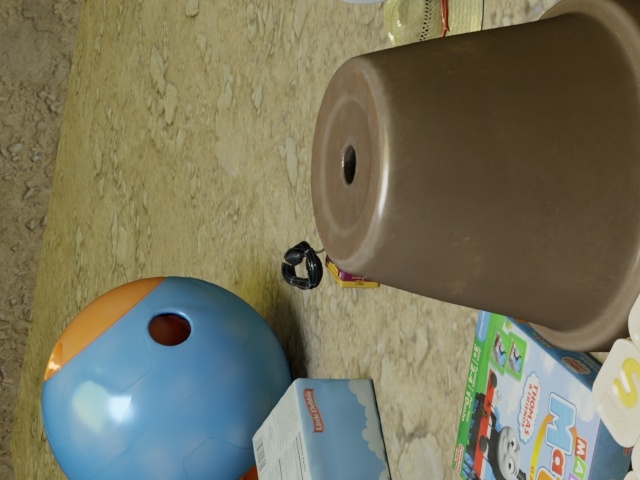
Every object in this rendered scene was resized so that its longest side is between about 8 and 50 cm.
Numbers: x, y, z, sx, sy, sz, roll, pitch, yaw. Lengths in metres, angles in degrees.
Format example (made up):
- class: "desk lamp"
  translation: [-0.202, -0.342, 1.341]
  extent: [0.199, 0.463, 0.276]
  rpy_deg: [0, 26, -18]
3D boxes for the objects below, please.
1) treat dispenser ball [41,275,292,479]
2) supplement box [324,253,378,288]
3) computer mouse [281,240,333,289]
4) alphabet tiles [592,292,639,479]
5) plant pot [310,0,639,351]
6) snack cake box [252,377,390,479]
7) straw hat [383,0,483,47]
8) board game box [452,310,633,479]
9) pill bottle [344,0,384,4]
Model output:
- class: "treat dispenser ball"
  translation: [-0.175, 0.183, 1.820]
  extent: [0.288, 0.288, 0.288]
  rpy_deg: [-179, 90, -70]
- class: "supplement box"
  translation: [0.038, 0.000, 1.605]
  extent: [0.055, 0.043, 0.083]
  rpy_deg: [-127, 43, -60]
- class: "computer mouse"
  translation: [0.000, 0.000, 1.583]
  extent: [0.242, 0.041, 0.071]
  rpy_deg: [140, 126, -62]
- class: "alphabet tiles"
  translation: [0.259, 0.154, 0.968]
  extent: [0.284, 0.021, 0.278]
  rpy_deg: [61, 145, 39]
- class: "plant pot"
  translation: [0.122, -0.052, 1.115]
  extent: [0.263, 0.229, 0.263]
  rpy_deg: [-178, 90, -70]
- class: "snack cake box"
  translation: [0.011, 0.288, 1.601]
  extent: [0.152, 0.089, 0.264]
  rpy_deg: [125, 141, -53]
- class: "straw hat"
  translation: [0.091, -0.202, 1.446]
  extent: [0.144, 0.061, 0.145]
  rpy_deg: [-179, 90, -70]
- class: "board game box"
  translation: [0.171, 0.154, 1.242]
  extent: [0.211, 0.039, 0.160]
  rpy_deg: [-136, 51, -62]
- class: "pill bottle"
  translation: [0.014, -0.333, 1.475]
  extent: [0.301, 0.169, 0.169]
  rpy_deg: [-112, 30, -57]
